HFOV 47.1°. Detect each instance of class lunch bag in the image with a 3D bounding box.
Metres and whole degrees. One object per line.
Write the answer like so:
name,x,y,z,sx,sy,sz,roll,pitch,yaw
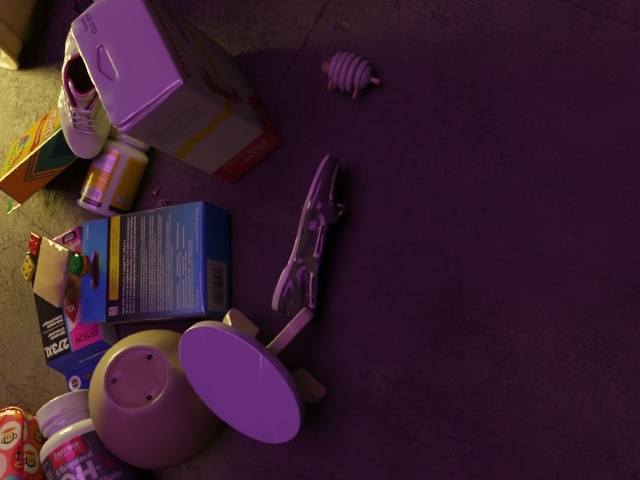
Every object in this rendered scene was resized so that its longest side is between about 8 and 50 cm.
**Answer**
lunch bag,-0.782,0.508,1.683,0.293,0.120,0.258,-19,58,6

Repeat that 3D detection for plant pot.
plant pot,-0.857,-0.659,1.882,0.333,0.334,0.306,21,78,27
plant pot,-0.339,0.297,1.457,0.284,0.191,0.284,-1,66,3

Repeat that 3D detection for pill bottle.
pill bottle,-0.485,0.487,1.557,0.176,0.176,0.319,-38,68,15
pill bottle,-0.471,-0.160,1.697,0.119,0.119,0.209,22,91,27

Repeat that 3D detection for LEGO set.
LEGO set,-0.374,-0.084,1.691,0.083,0.023,0.054,44,100,25

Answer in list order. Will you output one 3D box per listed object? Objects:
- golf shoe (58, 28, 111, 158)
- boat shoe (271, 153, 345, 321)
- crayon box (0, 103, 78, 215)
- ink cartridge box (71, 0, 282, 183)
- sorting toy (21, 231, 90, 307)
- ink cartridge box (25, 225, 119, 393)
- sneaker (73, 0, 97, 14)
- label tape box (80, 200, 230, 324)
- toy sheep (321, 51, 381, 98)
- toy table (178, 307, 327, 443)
golf shoe,-0.500,-0.292,1.534,0.115,0.140,0.306,5,126,-10
boat shoe,0.000,0.000,1.464,0.095,0.112,0.335,19,95,9
crayon box,-0.661,-0.221,1.767,0.318,0.081,0.202,-36,35,15
ink cartridge box,-0.277,-0.308,1.484,0.160,0.384,0.279,-35,69,16
sorting toy,-0.601,0.070,1.677,0.274,0.046,0.132,18,98,43
ink cartridge box,-0.579,0.168,1.724,0.175,0.069,0.371,-24,74,19
sneaker,-0.623,-0.677,1.883,0.106,0.078,0.234,-28,72,16
label tape box,-0.364,0.060,1.615,0.333,0.106,0.241,-7,78,26
toy sheep,0.062,-0.340,1.502,0.132,0.091,0.091,20,90,13
toy table,-0.119,0.241,1.403,0.252,0.161,0.274,-40,87,28
